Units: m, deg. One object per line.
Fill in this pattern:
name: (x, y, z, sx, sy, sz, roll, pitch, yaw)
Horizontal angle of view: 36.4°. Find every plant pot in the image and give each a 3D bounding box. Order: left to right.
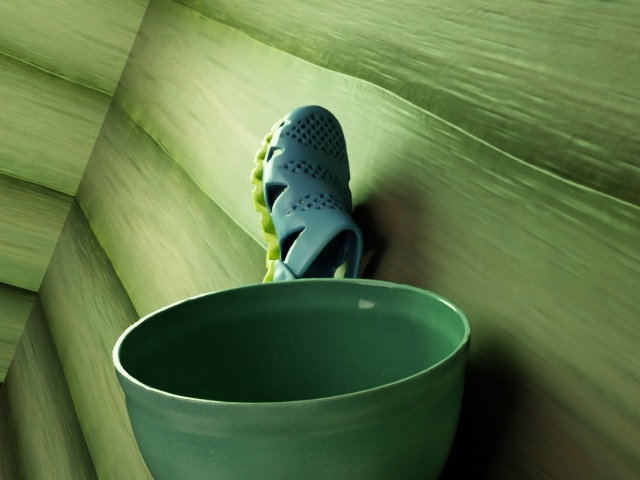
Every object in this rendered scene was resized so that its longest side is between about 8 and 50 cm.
plant pot: (-0.017, 0.167, 0.828, 0.293, 0.293, 0.196, -155, 58, -62)

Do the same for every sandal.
sandal: (0.000, 0.000, 1.043, 0.138, 0.126, 0.317, -21, 64, 52)
